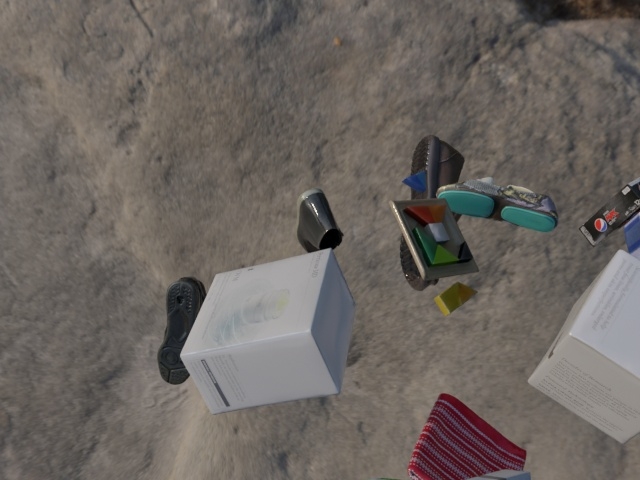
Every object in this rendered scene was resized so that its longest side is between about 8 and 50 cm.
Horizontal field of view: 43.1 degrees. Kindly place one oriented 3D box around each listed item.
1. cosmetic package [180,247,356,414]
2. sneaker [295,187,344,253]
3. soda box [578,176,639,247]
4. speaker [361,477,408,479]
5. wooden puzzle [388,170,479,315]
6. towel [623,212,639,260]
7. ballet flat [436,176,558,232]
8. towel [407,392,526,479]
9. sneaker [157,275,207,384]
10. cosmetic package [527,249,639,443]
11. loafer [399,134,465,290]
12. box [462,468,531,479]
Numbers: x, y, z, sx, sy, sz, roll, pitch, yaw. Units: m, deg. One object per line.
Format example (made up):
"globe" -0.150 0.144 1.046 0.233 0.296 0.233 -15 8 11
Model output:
"cosmetic package" -0.076 0.145 1.325 0.225 0.224 0.138 -12 120 17
"sneaker" 0.000 0.000 1.730 0.083 0.222 0.118 -21 57 -6
"soda box" 0.611 -0.058 1.668 0.060 0.169 0.053 -24 71 -34
"speaker" 0.171 0.579 1.731 0.296 0.131 0.131 24 73 -47
"wooden puzzle" 0.090 -0.003 0.622 0.078 0.014 0.116 -12 70 -47
"towel" 0.716 -0.027 1.638 0.034 0.285 0.209 10 54 -13
"ballet flat" 0.165 -0.038 0.755 0.114 0.041 0.041 15 78 2
"towel" 0.255 0.375 1.365 0.199 0.275 0.031 37 114 6
"sneaker" -0.278 0.180 1.679 0.087 0.130 0.227 7 102 7
"cosmetic package" 0.390 0.141 1.050 0.151 0.183 0.151 32 63 14
"loafer" 0.276 -0.060 1.873 0.130 0.134 0.366 10 83 -16
"box" 0.158 0.326 0.843 0.186 0.038 0.145 3 80 -40
